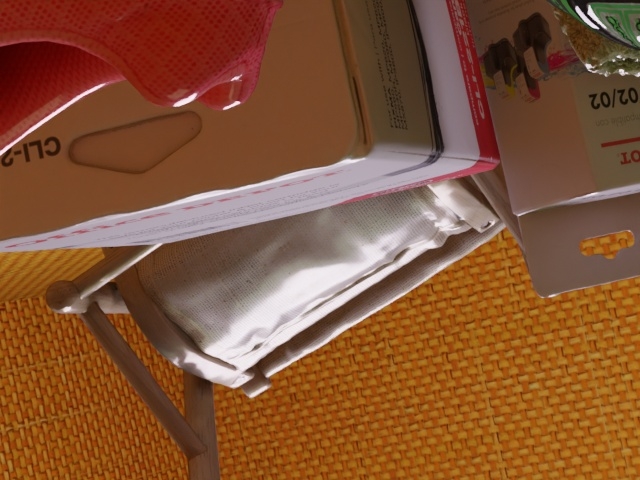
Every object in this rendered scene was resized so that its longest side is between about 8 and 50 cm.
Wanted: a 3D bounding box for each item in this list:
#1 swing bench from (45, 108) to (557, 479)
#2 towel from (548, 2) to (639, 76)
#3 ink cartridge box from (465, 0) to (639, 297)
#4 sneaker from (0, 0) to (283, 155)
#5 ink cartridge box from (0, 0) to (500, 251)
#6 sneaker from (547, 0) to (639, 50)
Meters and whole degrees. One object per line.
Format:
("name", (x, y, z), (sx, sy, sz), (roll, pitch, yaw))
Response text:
("swing bench", (0.000, 0.000, 1.154), (0.253, 0.165, 0.255), (-34, -173, 11))
("towel", (0.133, -0.116, 0.777), (0.148, 0.110, 0.027), (-11, 158, -46))
("ink cartridge box", (0.131, -0.074, 0.844), (0.104, 0.181, 0.061), (-11, 177, -34))
("sneaker", (-0.151, -0.055, 0.453), (0.313, 0.136, 0.116), (-13, 176, 21))
("ink cartridge box", (-0.044, -0.068, 0.874), (0.197, 0.114, 0.273), (-13, 178, 15))
("sneaker", (0.178, -0.139, 0.713), (0.146, 0.134, 0.343), (25, -160, 21))
